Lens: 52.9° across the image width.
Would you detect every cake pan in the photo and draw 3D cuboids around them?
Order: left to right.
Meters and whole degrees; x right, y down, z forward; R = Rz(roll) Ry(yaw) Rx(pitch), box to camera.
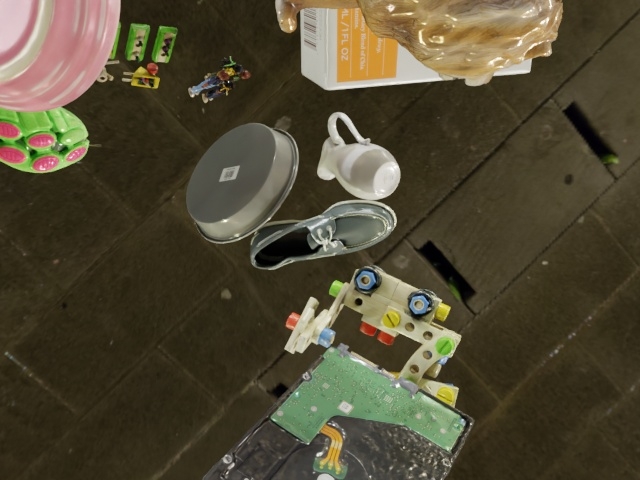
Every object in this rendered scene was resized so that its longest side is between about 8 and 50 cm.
[{"bbox_3d":[-0.180,-0.134,1.391,0.293,0.293,0.054,-51,134,0],"label":"cake pan"}]

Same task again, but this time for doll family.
[{"bbox_3d":[-0.240,-0.394,1.580,0.111,0.193,0.076,-12,123,28],"label":"doll family"}]

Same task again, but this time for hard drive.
[{"bbox_3d":[0.027,0.289,0.819,0.237,0.339,0.064,27,128,19],"label":"hard drive"}]

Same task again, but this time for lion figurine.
[{"bbox_3d":[0.061,-0.317,0.587,0.240,0.142,0.391,-11,76,7],"label":"lion figurine"}]

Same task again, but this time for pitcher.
[{"bbox_3d":[0.085,-0.195,1.492,0.126,0.207,0.177,-21,124,-31],"label":"pitcher"}]

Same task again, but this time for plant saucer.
[{"bbox_3d":[-0.428,-0.337,0.858,0.332,0.084,0.331,6,107,20],"label":"plant saucer"}]

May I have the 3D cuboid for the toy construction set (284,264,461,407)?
[{"bbox_3d":[0.107,0.169,1.138,0.328,0.151,0.215,23,97,1],"label":"toy construction set"}]

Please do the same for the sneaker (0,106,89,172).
[{"bbox_3d":[-0.796,-0.269,1.505,0.483,0.202,0.185,1,115,-26],"label":"sneaker"}]

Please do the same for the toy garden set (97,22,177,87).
[{"bbox_3d":[-0.490,-0.445,1.582,0.244,0.204,0.049,-5,66,-28],"label":"toy garden set"}]

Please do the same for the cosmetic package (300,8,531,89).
[{"bbox_3d":[0.197,-0.442,1.279,0.454,0.161,0.230,-10,118,-17],"label":"cosmetic package"}]

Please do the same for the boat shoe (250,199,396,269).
[{"bbox_3d":[0.000,0.000,1.336,0.320,0.099,0.116,-10,117,18],"label":"boat shoe"}]
